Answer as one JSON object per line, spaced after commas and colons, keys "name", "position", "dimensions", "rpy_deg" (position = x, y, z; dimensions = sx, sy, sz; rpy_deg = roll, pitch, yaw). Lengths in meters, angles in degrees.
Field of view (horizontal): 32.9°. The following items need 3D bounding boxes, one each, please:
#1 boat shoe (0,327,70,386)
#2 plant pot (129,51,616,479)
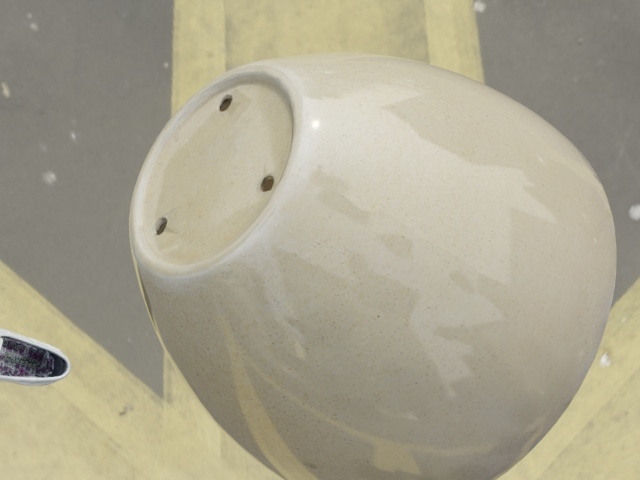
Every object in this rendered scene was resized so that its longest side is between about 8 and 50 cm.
{"name": "boat shoe", "position": [-0.338, 0.113, 1.089], "dimensions": [0.184, 0.063, 0.066], "rpy_deg": [27, 67, -36]}
{"name": "plant pot", "position": [0.000, 0.000, 0.642], "dimensions": [0.284, 0.191, 0.284], "rpy_deg": [-24, 50, 33]}
